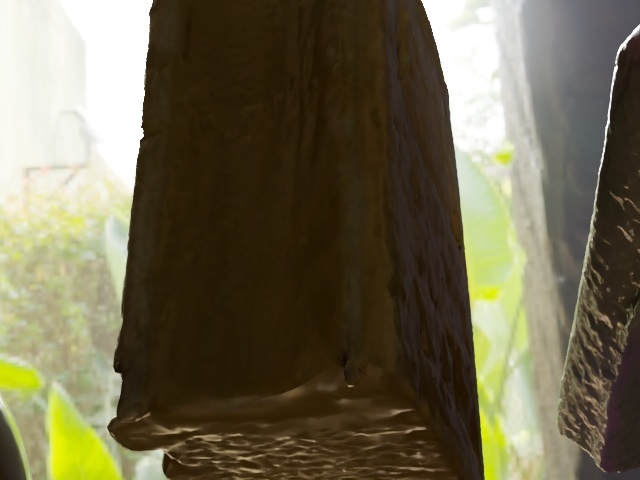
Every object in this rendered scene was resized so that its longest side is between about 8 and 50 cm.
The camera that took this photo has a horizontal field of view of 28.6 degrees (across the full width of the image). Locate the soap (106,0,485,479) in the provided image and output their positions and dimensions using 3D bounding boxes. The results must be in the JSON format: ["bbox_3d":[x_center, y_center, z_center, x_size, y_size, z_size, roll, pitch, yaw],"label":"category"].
[{"bbox_3d":[0.000,0.000,0.729,0.156,0.335,0.293,-11,-34,15],"label":"soap"}]

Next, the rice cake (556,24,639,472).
[{"bbox_3d":[0.195,0.016,0.757,0.070,0.064,0.399,-23,-40,-17],"label":"rice cake"}]

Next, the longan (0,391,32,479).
[{"bbox_3d":[-0.358,0.187,0.781,0.361,0.361,0.361,-4,-11,-1],"label":"longan"}]
